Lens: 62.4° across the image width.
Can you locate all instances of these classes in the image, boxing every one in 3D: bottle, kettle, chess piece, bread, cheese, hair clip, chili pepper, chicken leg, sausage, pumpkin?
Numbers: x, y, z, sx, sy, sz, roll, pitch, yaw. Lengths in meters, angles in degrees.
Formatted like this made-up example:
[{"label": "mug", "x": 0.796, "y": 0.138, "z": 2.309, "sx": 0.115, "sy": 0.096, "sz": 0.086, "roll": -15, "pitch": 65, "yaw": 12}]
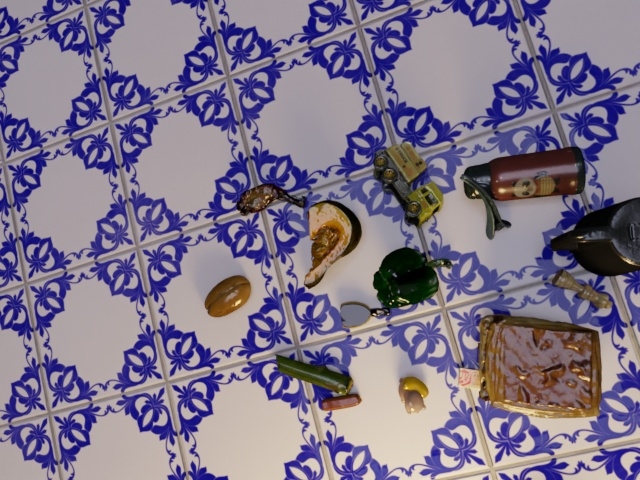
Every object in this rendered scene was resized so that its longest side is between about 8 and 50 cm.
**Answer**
[{"label": "bottle", "x": 0.605, "y": -0.191, "z": 1.597, "sx": 0.335, "sy": 0.144, "sz": 0.144, "roll": -6, "pitch": 84, "yaw": 16}, {"label": "kettle", "x": 0.800, "y": -0.021, "z": 1.444, "sx": 0.262, "sy": 0.308, "sz": 0.203, "roll": 25, "pitch": 90, "yaw": 14}, {"label": "chess piece", "x": 0.778, "y": 0.150, "z": 1.564, "sx": 0.172, "sy": 0.060, "sz": 0.060, "roll": 32, "pitch": 93, "yaw": 11}, {"label": "bread", "x": 0.625, "y": 0.356, "z": 1.526, "sx": 0.324, "sy": 0.167, "sz": 0.278, "roll": 0, "pitch": 86, "yaw": 22}, {"label": "cheese", "x": 0.146, "y": 0.236, "z": 1.717, "sx": 0.162, "sy": 0.036, "sz": 0.087, "roll": -8, "pitch": 80, "yaw": 12}, {"label": "hair clip", "x": 0.487, "y": -0.113, "z": 1.575, "sx": 0.083, "sy": 0.275, "sz": 0.048, "roll": -33, "pitch": 35, "yaw": 11}, {"label": "chili pepper", "x": 0.289, "y": 0.115, "z": 1.635, "sx": 0.174, "sy": 0.260, "sz": 0.165, "roll": 53, "pitch": 139, "yaw": 27}, {"label": "chicken leg", "x": -0.174, "y": -0.145, "z": 1.822, "sx": 0.253, "sy": 0.051, "sz": 0.106, "roll": -5, "pitch": 90, "yaw": 12}, {"label": "sausage", "x": 0.069, "y": 0.523, "z": 1.709, "sx": 0.131, "sy": 0.039, "sz": 0.041, "roll": -13, "pitch": 75, "yaw": 11}, {"label": "bread", "x": -0.323, "y": 0.194, "z": 1.816, "sx": 0.189, "sy": 0.077, "sz": 0.114, "roll": -35, "pitch": 82, "yaw": 6}, {"label": "pumpkin", "x": 0.000, "y": 0.000, "z": 1.721, "sx": 0.280, "sy": 0.139, "sz": 0.190, "roll": -45, "pitch": 81, "yaw": 3}]

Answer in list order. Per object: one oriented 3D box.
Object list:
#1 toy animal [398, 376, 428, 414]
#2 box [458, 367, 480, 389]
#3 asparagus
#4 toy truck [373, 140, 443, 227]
[{"label": "toy animal", "x": 0.285, "y": 0.482, "z": 1.648, "sx": 0.091, "sy": 0.082, "sz": 0.115, "roll": 4, "pitch": 64, "yaw": -28}, {"label": "box", "x": 0.475, "y": 0.428, "z": 1.632, "sx": 0.092, "sy": 0.015, "sz": 0.058, "roll": 6, "pitch": 88, "yaw": 13}, {"label": "asparagus", "x": -0.030, "y": 0.438, "z": 1.729, "sx": 0.277, "sy": 0.060, "sz": 0.067, "roll": 12, "pitch": 98, "yaw": 15}, {"label": "toy truck", "x": 0.284, "y": -0.188, "z": 1.682, "sx": 0.157, "sy": 0.124, "sz": 0.272, "roll": -32, "pitch": 75, "yaw": -2}]
